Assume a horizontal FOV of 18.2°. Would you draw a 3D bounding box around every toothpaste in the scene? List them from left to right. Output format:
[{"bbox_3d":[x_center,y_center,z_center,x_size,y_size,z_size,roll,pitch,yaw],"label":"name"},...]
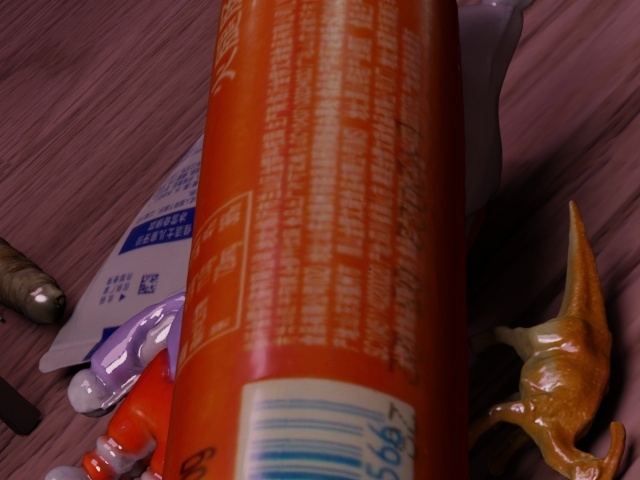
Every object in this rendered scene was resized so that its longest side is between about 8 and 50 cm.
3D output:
[{"bbox_3d":[-0.027,-0.050,0.823,0.096,0.061,0.266,-15,37,43],"label":"toothpaste"}]

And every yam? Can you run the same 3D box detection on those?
[{"bbox_3d":[-0.141,0.016,0.885,0.029,0.027,0.234,-47,18,-8],"label":"yam"}]

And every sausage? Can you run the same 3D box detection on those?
[{"bbox_3d":[0.004,-0.014,0.535,0.083,0.083,0.264,-26,40,29],"label":"sausage"}]

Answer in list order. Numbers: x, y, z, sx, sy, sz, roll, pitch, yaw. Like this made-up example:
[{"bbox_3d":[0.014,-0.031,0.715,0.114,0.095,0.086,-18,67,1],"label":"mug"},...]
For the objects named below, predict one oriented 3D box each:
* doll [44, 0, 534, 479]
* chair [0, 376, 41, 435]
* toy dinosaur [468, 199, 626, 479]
[{"bbox_3d":[0.000,0.000,0.633,0.227,0.075,0.102,-51,40,-6],"label":"doll"},{"bbox_3d":[-0.213,0.022,0.728,0.084,0.212,0.101,-9,34,52],"label":"chair"},{"bbox_3d":[0.058,0.032,0.526,0.041,0.026,0.113,-23,33,18],"label":"toy dinosaur"}]
